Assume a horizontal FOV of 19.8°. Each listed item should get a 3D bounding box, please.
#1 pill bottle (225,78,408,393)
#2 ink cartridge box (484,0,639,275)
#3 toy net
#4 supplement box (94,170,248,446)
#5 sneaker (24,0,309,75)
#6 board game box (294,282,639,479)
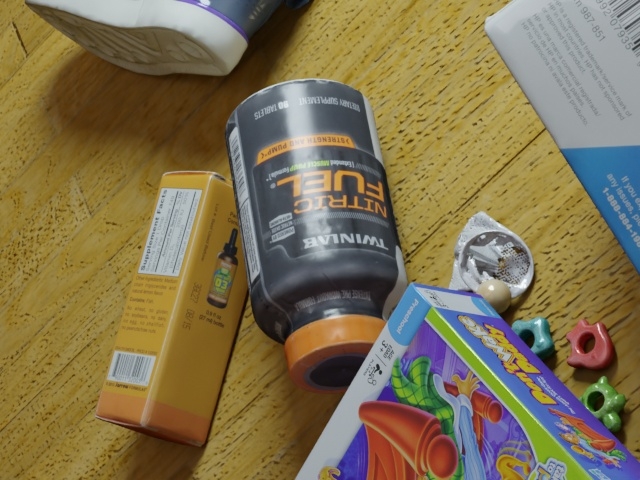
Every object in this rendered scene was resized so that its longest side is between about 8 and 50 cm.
[{"bbox_3d":[0.000,0.000,1.500,0.130,0.130,0.246,-30,55,30],"label":"pill bottle"},{"bbox_3d":[0.304,-0.142,1.230,0.307,0.129,0.223,-36,77,26],"label":"ink cartridge box"},{"bbox_3d":[0.149,0.061,1.396,0.122,0.045,0.232,-35,51,28],"label":"toy net"},{"bbox_3d":[-0.121,0.059,1.623,0.080,0.078,0.233,6,76,47],"label":"supplement box"},{"bbox_3d":[-0.131,-0.288,1.763,0.322,0.130,0.236,15,73,49],"label":"sneaker"},{"bbox_3d":[0.070,0.240,1.324,0.233,0.078,0.347,48,117,43],"label":"board game box"}]
